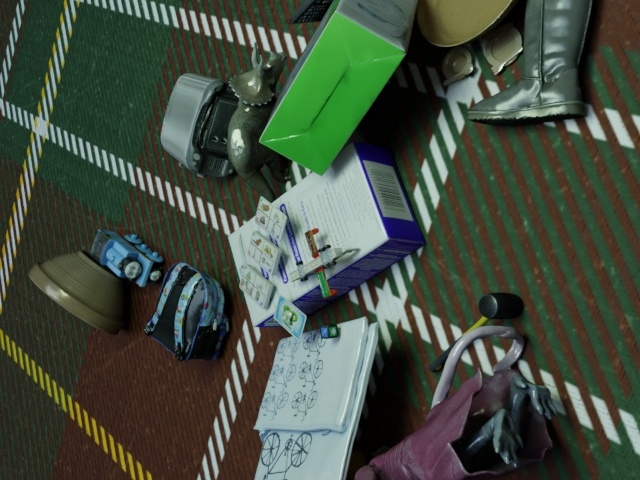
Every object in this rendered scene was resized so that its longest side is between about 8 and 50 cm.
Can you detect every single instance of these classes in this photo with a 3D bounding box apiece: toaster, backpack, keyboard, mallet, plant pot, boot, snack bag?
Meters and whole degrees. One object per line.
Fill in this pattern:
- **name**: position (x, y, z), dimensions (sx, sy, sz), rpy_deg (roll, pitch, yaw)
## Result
- **toaster**: position (-0.230, -0.245, 1.702), dimensions (0.146, 0.129, 0.227), rpy_deg (27, 105, 45)
- **backpack**: position (-0.253, 0.136, 1.678), dimensions (0.158, 0.117, 0.173), rpy_deg (26, 103, 43)
- **keyboard**: position (0.025, -0.409, 1.448), dimensions (0.023, 0.180, 0.108), rpy_deg (50, 124, 8)
- **mallet**: position (0.230, 0.141, 1.273), dimensions (0.189, 0.062, 0.039), rpy_deg (-57, 48, 42)
- **plant pot**: position (0.242, -0.401, 1.301), dimensions (0.236, 0.032, 0.236), rpy_deg (-28, 51, 43)
- **plant pot**: position (-0.517, 0.098, 1.885), dimensions (0.237, 0.237, 0.109), rpy_deg (33, 84, 42)
- **boot**: position (0.303, -0.275, 1.227), dimensions (0.190, 0.076, 0.208), rpy_deg (-2, 89, 31)
- **snack bag**: position (-0.030, 0.304, 1.370), dimensions (0.323, 0.037, 0.342), rpy_deg (-22, 50, 59)

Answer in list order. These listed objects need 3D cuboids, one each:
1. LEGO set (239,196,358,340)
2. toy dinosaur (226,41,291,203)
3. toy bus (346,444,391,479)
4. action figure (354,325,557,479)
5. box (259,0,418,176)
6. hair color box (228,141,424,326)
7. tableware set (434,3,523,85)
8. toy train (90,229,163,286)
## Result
- **LEGO set**: position (-0.034, 0.057, 1.399), dimensions (0.244, 0.060, 0.182), rpy_deg (37, 122, 41)
- **toy dinosaur**: position (-0.120, -0.193, 1.565), dimensions (0.121, 0.160, 0.313), rpy_deg (18, 96, 44)
- **toy bus**: position (0.003, 0.413, 1.402), dimensions (0.191, 0.104, 0.202), rpy_deg (16, 96, 44)
- **action figure**: position (0.136, 0.310, 1.191), dimensions (0.370, 0.248, 0.275), rpy_deg (-43, 46, 38)
- **box**: position (0.035, -0.277, 1.356), dimensions (0.262, 0.127, 0.231), rpy_deg (-54, 13, 38)
- **hair color box**: position (0.000, 0.000, 1.461), dimensions (0.339, 0.110, 0.185), rpy_deg (-33, 64, 34)
- **tableware set**: position (0.243, -0.329, 1.329), dimensions (0.141, 0.020, 0.168), rpy_deg (-23, 69, 40)
- **toy train**: position (-0.425, 0.040, 1.867), dimensions (0.184, 0.105, 0.080), rpy_deg (33, 108, 42)
